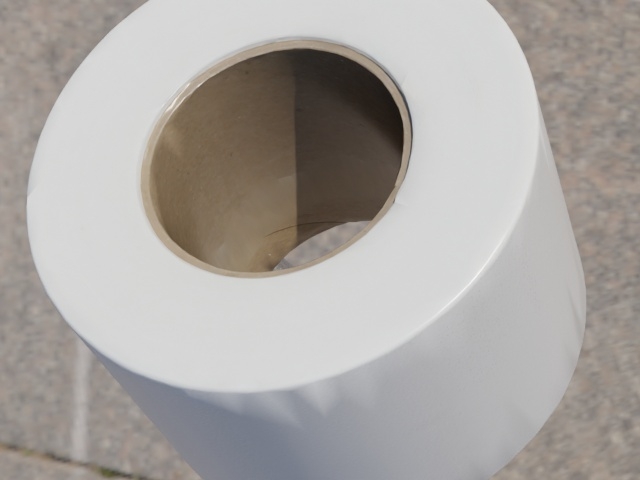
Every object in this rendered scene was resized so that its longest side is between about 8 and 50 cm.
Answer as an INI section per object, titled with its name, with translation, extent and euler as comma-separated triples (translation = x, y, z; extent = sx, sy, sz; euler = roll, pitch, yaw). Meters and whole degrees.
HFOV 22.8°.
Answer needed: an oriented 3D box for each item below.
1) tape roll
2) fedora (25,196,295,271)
[tape roll]
translation = 0.000, 0.000, 0.785
extent = 0.246, 0.169, 0.246
euler = -8, 57, 13
[fedora]
translation = -0.129, 0.008, 1.266
extent = 0.275, 0.244, 0.124
euler = 42, 91, -11
